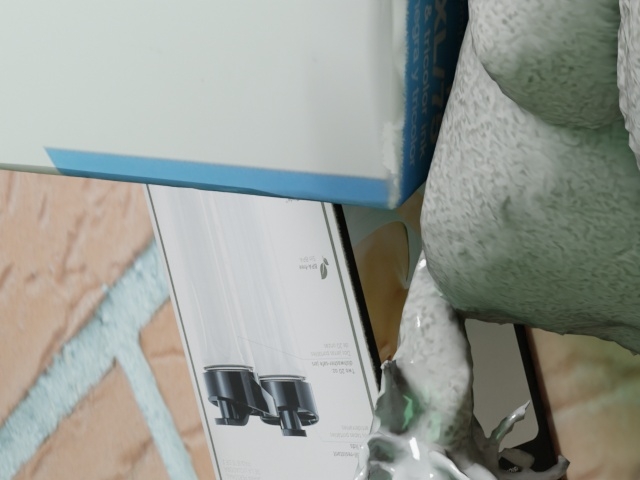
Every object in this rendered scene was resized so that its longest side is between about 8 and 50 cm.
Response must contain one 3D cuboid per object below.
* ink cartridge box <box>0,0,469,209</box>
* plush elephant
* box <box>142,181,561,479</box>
[{"bbox_3d":[-0.023,-0.150,0.612,0.198,0.270,0.197,6,112,21],"label":"ink cartridge box"},{"bbox_3d":[0.162,-0.021,0.457,0.255,0.272,0.330,16,98,8],"label":"plush elephant"},{"bbox_3d":[0.000,0.000,0.877,0.169,0.087,0.290,-9,96,58],"label":"box"}]
